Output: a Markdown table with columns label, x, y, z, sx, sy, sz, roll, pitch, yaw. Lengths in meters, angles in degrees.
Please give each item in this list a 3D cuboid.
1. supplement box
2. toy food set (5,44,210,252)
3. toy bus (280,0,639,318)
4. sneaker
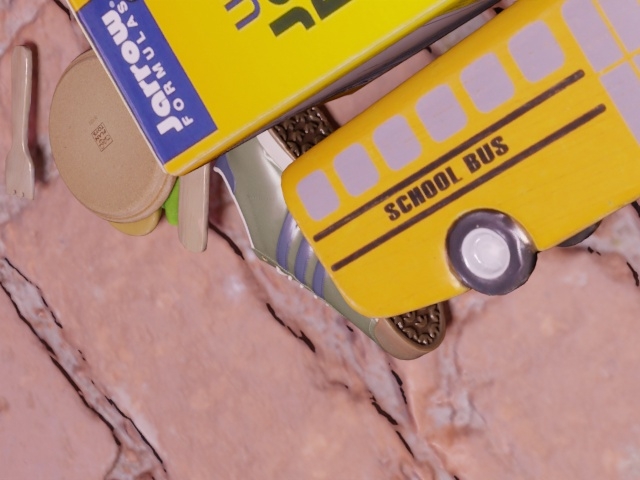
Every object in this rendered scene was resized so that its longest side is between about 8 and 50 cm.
| label | x | y | z | sx | sy | sz | roll | pitch | yaw |
| --- | --- | --- | --- | --- | --- | --- | --- | --- | --- |
| supplement box | 0.043 | -0.209 | 0.753 | 0.356 | 0.194 | 0.195 | -29 | 92 | 37 |
| toy food set | -0.139 | -0.070 | 1.035 | 0.192 | 0.038 | 0.132 | 16 | 110 | 33 |
| toy bus | 0.139 | -0.070 | 0.803 | 0.332 | 0.108 | 0.130 | -33 | 87 | 38 |
| sneaker | 0.000 | 0.000 | 0.954 | 0.086 | 0.064 | 0.192 | -34 | 88 | 46 |
